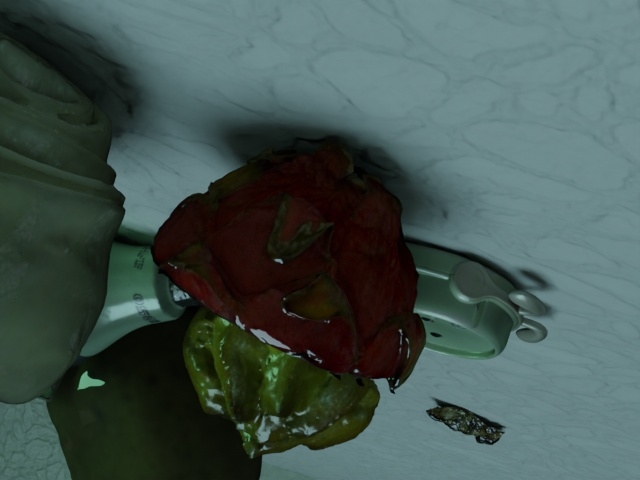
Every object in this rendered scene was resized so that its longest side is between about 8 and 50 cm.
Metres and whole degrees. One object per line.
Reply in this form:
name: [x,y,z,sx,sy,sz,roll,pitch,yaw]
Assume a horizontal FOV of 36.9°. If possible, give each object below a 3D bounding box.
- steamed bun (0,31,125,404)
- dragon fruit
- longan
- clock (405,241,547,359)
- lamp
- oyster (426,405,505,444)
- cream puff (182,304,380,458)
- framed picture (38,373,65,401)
steamed bun: [-0.278,-0.053,0.757,0.310,0.219,0.324,44,178,-21]
dragon fruit: [-0.003,-0.001,0.745,0.223,0.148,0.218,28,-175,0]
longan: [-0.221,0.245,1.311,0.288,0.350,0.288,-16,161,-6]
clock: [0.113,0.061,0.891,0.191,0.062,0.151,12,160,20]
lamp: [-0.274,0.052,1.128,0.313,0.182,0.182,-16,144,33]
oyster: [0.210,0.274,1.428,0.132,0.029,0.086,20,161,-4]
cream puff: [-0.045,0.152,1.149,0.244,0.196,0.244,-11,159,-4]
framed picture: [-0.437,0.079,1.272,0.281,0.209,0.019,19,150,9]
